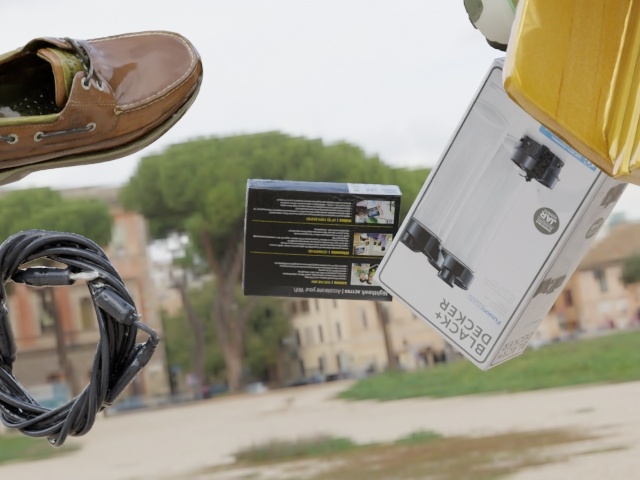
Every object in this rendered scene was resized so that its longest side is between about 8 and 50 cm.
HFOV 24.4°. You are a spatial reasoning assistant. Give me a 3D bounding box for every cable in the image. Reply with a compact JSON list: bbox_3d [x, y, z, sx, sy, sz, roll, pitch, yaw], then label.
[{"bbox_3d":[-0.219,0.080,1.166,0.184,0.150,0.047,-47,-2,31],"label":"cable"}]

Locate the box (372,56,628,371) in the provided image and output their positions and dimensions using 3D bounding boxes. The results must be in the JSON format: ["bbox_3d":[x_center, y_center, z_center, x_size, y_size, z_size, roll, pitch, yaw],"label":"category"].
[{"bbox_3d":[0.195,-0.028,1.529,0.087,0.169,0.290,-19,-36,-53],"label":"box"}]

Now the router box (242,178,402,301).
[{"bbox_3d":[0.000,0.000,1.721,0.179,0.133,0.046,3,16,-4],"label":"router box"}]

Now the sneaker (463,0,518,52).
[{"bbox_3d":[0.215,-0.384,1.359,0.182,0.410,0.158,-2,18,41],"label":"sneaker"}]

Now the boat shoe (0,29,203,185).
[{"bbox_3d":[-0.235,-0.132,1.364,0.307,0.111,0.104,-27,-23,-27],"label":"boat shoe"}]

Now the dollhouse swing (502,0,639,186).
[{"bbox_3d":[0.150,-0.242,1.022,0.305,0.315,0.347,15,-9,-6],"label":"dollhouse swing"}]
